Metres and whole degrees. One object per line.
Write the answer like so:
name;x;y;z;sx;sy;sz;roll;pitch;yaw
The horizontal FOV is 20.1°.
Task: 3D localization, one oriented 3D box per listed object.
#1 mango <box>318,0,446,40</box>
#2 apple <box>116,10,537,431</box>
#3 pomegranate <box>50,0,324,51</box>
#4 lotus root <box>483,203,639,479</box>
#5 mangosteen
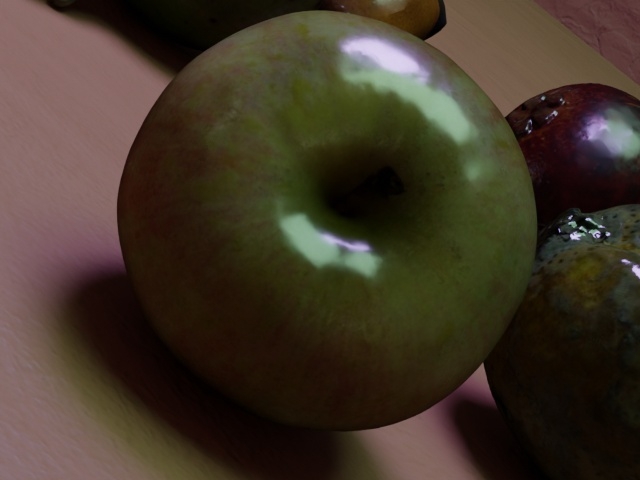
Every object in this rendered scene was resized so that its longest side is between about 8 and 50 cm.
mango;0.008;-0.308;2.054;0.287;0.152;0.201;42;8;6
apple;-0.001;-0.008;1.107;0.257;0.257;0.234;35;-16;-8
pomegranate;-0.131;-0.281;1.643;0.306;0.242;0.242;-4;33;-18
lotus root;0.273;0.121;1.322;0.346;0.250;0.250;39;17;7
mangosteen;0.274;-0.032;1.807;0.257;0.215;0.215;51;10;-25
